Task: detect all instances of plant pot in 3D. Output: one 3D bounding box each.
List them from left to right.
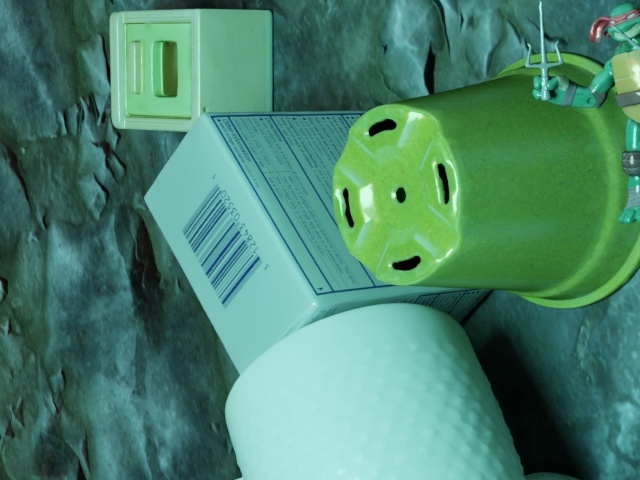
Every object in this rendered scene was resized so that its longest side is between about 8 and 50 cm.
[{"bbox_3d":[0.161,-0.055,1.858,0.276,0.254,0.276,6,99,47],"label":"plant pot"}]

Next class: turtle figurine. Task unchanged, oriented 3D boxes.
[{"bbox_3d":[0.307,-0.141,1.742,0.175,0.118,0.234,-13,100,51],"label":"turtle figurine"}]

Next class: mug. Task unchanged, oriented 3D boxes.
[{"bbox_3d":[0.034,0.294,1.857,0.374,0.276,0.328,-24,55,4],"label":"mug"}]

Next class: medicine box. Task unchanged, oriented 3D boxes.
[{"bbox_3d":[0.000,0.000,2.012,0.149,0.289,0.263,-51,59,35],"label":"medicine box"}]

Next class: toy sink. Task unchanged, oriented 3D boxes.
[{"bbox_3d":[-0.183,-0.215,2.303,0.234,0.131,0.152,8,100,47],"label":"toy sink"}]

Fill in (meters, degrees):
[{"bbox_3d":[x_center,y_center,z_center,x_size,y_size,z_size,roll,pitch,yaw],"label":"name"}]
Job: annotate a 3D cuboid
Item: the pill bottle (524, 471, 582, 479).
[{"bbox_3d":[0.240,0.340,1.935,0.094,0.094,0.169,24,111,43],"label":"pill bottle"}]
